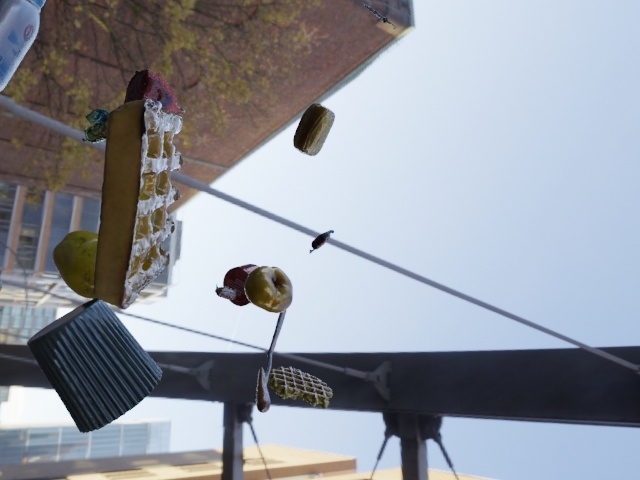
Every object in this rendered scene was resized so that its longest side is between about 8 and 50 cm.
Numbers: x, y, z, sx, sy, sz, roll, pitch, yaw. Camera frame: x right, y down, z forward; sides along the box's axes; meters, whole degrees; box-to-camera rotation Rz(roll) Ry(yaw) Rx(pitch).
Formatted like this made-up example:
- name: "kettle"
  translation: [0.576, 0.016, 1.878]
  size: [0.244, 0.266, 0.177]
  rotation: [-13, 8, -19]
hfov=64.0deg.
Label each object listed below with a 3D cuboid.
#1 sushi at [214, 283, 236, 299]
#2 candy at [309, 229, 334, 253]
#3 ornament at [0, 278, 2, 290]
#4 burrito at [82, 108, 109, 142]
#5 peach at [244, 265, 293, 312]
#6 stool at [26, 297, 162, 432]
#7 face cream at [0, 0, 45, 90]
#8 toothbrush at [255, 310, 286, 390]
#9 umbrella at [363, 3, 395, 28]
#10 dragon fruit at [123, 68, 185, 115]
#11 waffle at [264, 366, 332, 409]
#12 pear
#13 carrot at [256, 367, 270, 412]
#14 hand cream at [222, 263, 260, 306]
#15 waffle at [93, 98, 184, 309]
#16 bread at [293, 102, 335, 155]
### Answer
- name: "sushi"
  translation: [-0.404, 0.223, 2.190]
  size: [0.052, 0.120, 0.055]
  rotation: [-52, -137, 20]
- name: "candy"
  translation: [0.000, 0.000, 2.076]
  size: [0.175, 0.045, 0.043]
  rotation: [-42, -108, 40]
- name: "ornament"
  translation: [-0.899, 0.116, 1.327]
  size: [0.156, 0.081, 0.074]
  rotation: [100, -19, -84]
- name: "burrito"
  translation: [-0.726, -0.402, 1.739]
  size: [0.288, 0.104, 0.054]
  rotation: [-13, -150, 36]
- name: "peach"
  translation: [-0.172, 0.162, 1.731]
  size: [0.103, 0.179, 0.179]
  rotation: [-40, -131, 35]
- name: "stool"
  translation: [-0.724, 0.384, 1.635]
  size: [0.297, 0.297, 0.330]
  rotation: [-11, -68, 54]
- name: "face cream"
  translation: [-0.830, -0.570, 1.382]
  size: [0.336, 0.080, 0.163]
  rotation: [-67, -171, -14]
- name: "toothbrush"
  translation: [-0.179, 0.396, 1.963]
  size: [0.037, 0.028, 0.375]
  rotation: [0, -122, 27]
- name: "umbrella"
  translation: [0.200, -0.763, 1.737]
  size: [0.022, 0.149, 0.022]
  rotation: [-30, -139, 46]
- name: "dragon fruit"
  translation: [-0.629, -0.503, 1.940]
  size: [0.134, 0.212, 0.262]
  rotation: [33, -73, 43]
- name: "waffle"
  translation: [-0.094, 0.624, 2.198]
  size: [0.301, 0.281, 0.058]
  rotation: [20, -82, 11]
- name: "pear"
  translation: [-0.960, 0.096, 2.172]
  size: [0.336, 0.285, 0.284]
  rotation: [31, -73, 37]
- name: "carrot"
  translation: [-0.200, 0.511, 1.765]
  size: [0.216, 0.048, 0.048]
  rotation: [-109, -139, -63]
- name: "hand cream"
  translation: [-0.351, 0.208, 2.416]
  size: [0.193, 0.125, 0.193]
  rotation: [6, -79, 32]
- name: "waffle"
  translation: [-0.325, -0.078, 0.942]
  size: [0.304, 0.078, 0.348]
  rotation: [-106, -155, -79]
- name: "bread"
  translation: [-0.035, -0.496, 2.300]
  size: [0.140, 0.106, 0.236]
  rotation: [36, -74, 38]
